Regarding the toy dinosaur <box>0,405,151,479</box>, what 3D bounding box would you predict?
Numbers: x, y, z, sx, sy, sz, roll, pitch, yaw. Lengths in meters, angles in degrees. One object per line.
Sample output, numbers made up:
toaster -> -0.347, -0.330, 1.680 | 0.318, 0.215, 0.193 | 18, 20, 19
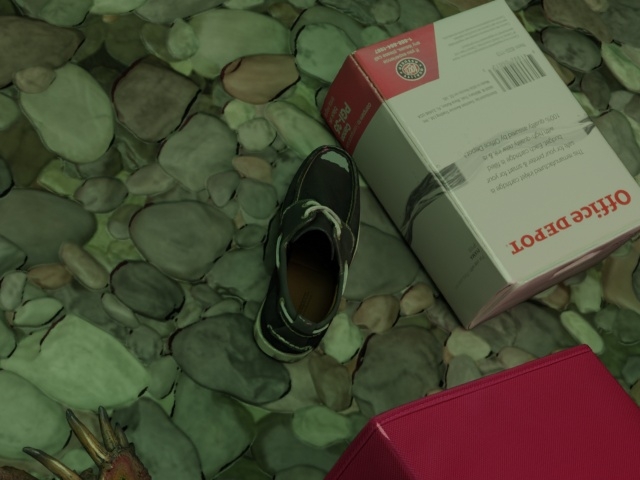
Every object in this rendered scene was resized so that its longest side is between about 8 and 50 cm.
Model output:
toy dinosaur -> -0.238, 0.200, 0.914 | 0.296, 0.200, 0.127 | 2, 62, -18

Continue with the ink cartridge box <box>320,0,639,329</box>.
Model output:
ink cartridge box -> 0.165, -0.080, 1.256 | 0.207, 0.117, 0.283 | -23, 72, -29

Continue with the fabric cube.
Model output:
fabric cube -> 0.139, 0.272, 0.921 | 0.254, 0.259, 0.258 | -12, 55, -43

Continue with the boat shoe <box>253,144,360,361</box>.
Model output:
boat shoe -> 0.000, 0.000, 1.181 | 0.084, 0.079, 0.233 | 19, 57, -7
